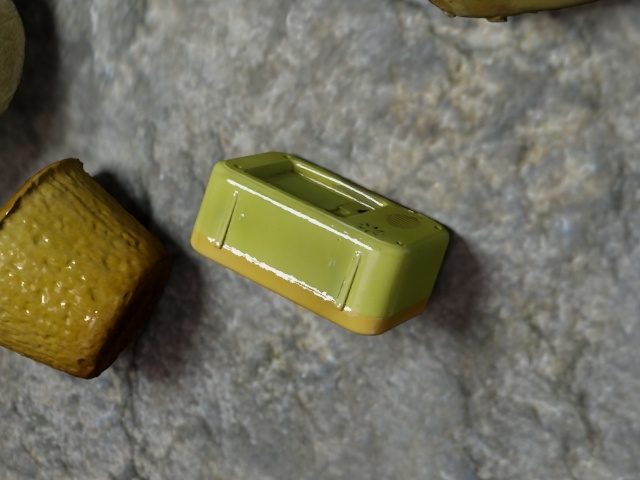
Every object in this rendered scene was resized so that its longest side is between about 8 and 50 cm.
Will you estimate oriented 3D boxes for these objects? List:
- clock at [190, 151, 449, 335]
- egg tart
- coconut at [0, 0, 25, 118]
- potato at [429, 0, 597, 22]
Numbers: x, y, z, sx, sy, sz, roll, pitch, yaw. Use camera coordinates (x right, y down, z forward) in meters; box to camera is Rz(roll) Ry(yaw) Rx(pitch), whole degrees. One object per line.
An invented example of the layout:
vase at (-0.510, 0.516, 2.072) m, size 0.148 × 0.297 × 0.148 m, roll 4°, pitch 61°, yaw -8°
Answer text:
clock at (0.000, 0.000, 1.244) m, size 0.202 × 0.143 × 0.096 m, roll 25°, pitch 107°, yaw 22°
egg tart at (-0.256, 0.034, 1.371) m, size 0.171 × 0.215 × 0.215 m, roll 33°, pitch 118°, yaw 6°
coconut at (-0.442, -0.196, 1.377) m, size 0.297 × 0.254 × 0.297 m, roll 6°, pitch 121°, yaw 10°
potato at (0.153, -0.271, 1.087) m, size 0.296 × 0.141 × 0.191 m, roll -6°, pitch 98°, yaw 33°
